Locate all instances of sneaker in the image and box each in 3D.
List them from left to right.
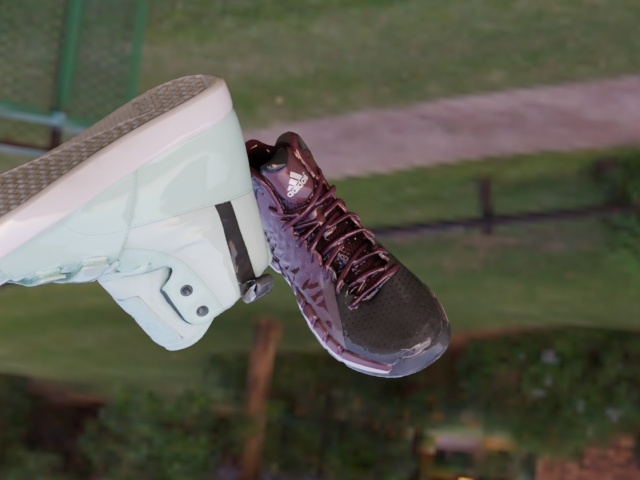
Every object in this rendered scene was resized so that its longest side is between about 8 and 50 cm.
[{"bbox_3d":[-0.136,0.022,1.094,0.256,0.151,0.094,-31,-156,-23],"label":"sneaker"},{"bbox_3d":[0.000,0.000,1.661,0.281,0.106,0.162,41,163,42],"label":"sneaker"}]
